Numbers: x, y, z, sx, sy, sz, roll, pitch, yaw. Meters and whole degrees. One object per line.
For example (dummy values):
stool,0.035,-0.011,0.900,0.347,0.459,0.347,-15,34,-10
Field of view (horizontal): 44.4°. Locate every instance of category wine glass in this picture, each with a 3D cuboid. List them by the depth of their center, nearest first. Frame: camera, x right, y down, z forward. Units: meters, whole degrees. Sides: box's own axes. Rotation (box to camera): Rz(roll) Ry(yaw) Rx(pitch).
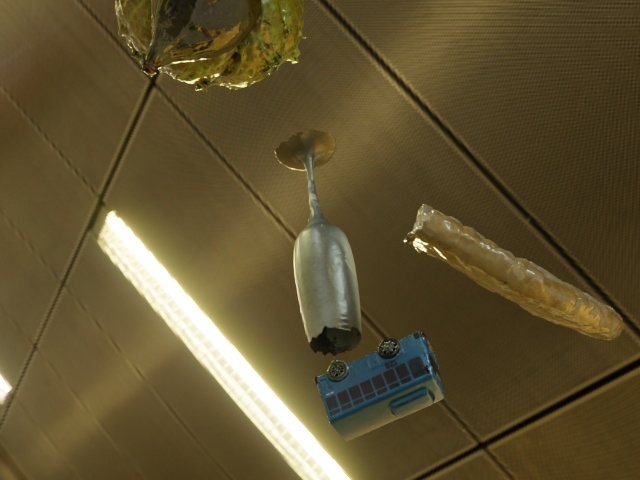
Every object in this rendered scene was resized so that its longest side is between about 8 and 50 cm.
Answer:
wine glass,0.000,0.000,0.801,0.074,0.074,0.262,122,-31,-46

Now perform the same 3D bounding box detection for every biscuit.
biscuit,0.148,0.025,0.633,0.188,0.265,0.040,33,-84,47

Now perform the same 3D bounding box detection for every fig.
fig,-0.162,-0.272,0.931,0.126,0.184,0.133,38,-20,44

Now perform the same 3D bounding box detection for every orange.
orange,-0.167,-0.363,1.183,0.223,0.301,0.300,-42,-125,50

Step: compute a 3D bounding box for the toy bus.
toy bus,0.096,0.223,1.197,0.090,0.184,0.106,59,9,-46
